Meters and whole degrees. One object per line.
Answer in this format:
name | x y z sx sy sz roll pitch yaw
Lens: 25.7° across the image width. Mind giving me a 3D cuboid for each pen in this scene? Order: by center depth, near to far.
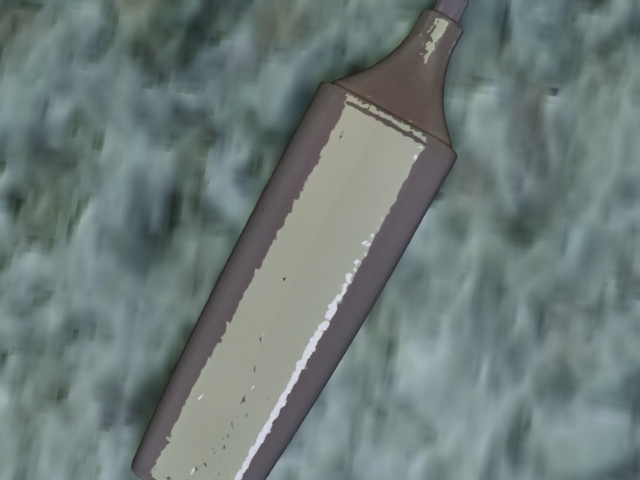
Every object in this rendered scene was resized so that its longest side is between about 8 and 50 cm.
pen | 0.000 0.000 0.474 0.053 0.032 0.197 30 90 4
